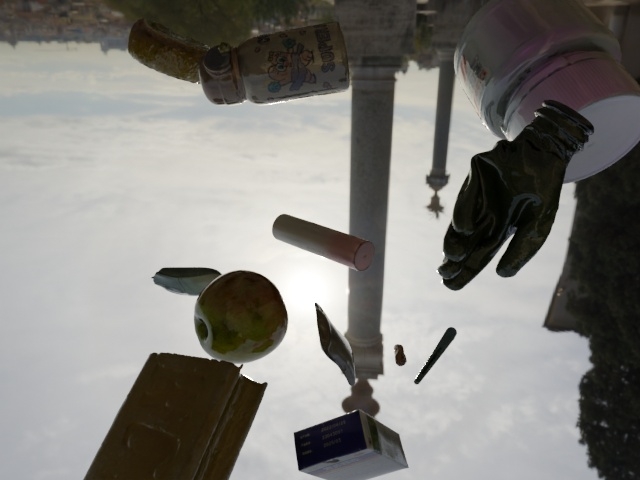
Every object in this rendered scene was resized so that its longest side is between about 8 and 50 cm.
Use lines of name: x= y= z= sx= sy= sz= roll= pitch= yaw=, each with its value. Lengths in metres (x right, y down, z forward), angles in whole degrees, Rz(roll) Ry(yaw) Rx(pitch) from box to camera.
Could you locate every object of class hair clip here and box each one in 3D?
hair clip: x=0.386 y=0.394 z=1.741 sx=0.039 sy=0.070 sz=0.229 roll=33 pitch=-107 yaw=18

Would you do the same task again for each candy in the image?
candy: x=-0.419 y=-0.542 z=1.493 sx=0.260 sy=0.117 sz=0.259 roll=20 pitch=-155 yaw=-10

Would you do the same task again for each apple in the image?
apple: x=-0.214 y=0.203 z=1.345 sx=0.246 sy=0.245 sz=0.226 roll=20 pitch=-145 yaw=42

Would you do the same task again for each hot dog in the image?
hot dog: x=0.255 y=0.368 z=1.661 sx=0.035 sy=0.058 sz=0.083 roll=-15 pitch=-162 yaw=9

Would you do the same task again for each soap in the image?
soap: x=-0.311 y=0.419 z=1.112 sx=0.294 sy=0.156 sz=0.334 roll=3 pitch=-125 yaw=32

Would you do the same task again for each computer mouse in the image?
computer mouse: x=-0.404 y=0.130 z=1.555 sx=0.229 sy=0.113 sz=0.068 roll=-2 pitch=-127 yaw=5

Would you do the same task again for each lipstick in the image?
lipstick: x=0.000 y=0.000 z=1.484 sx=0.327 sy=0.087 sz=0.087 roll=19 pitch=-152 yaw=39

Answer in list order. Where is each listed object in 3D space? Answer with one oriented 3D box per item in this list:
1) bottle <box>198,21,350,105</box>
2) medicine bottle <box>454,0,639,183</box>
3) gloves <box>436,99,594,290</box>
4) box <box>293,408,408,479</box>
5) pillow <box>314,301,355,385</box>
bottle: x=-0.068 y=-0.248 z=0.736 sx=0.210 sy=0.097 sz=0.110 roll=-10 pitch=165 yaw=1
medicine bottle: x=0.392 y=-0.270 z=0.897 sx=0.242 sy=0.241 sz=0.301 roll=-6 pitch=-126 yaw=-14
gloves: x=0.236 y=-0.051 z=0.653 sx=0.135 sy=0.268 sz=0.107 roll=38 pitch=179 yaw=11
box: x=0.089 y=0.573 z=1.407 sx=0.200 sy=0.299 sz=0.106 roll=-25 pitch=-129 yaw=16
pillow: x=0.034 y=0.229 z=1.140 sx=0.033 sy=0.217 sz=0.130 roll=-21 pitch=-131 yaw=12
